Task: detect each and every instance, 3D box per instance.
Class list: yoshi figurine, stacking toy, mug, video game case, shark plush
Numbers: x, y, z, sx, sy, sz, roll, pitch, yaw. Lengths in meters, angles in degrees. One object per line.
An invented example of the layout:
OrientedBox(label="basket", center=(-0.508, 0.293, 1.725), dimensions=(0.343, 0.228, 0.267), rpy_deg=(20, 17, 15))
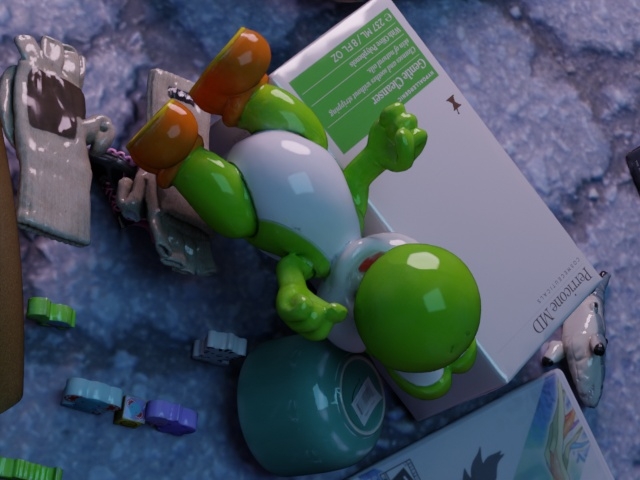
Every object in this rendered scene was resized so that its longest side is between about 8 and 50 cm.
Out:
OrientedBox(label="yoshi figurine", center=(0.015, -0.011, 1.459), dimensions=(0.362, 0.203, 0.203), rpy_deg=(45, 23, -7))
OrientedBox(label="stacking toy", center=(-0.170, 0.149, 1.507), dimensions=(0.221, 0.052, 0.167), rpy_deg=(16, 65, -25))
OrientedBox(label="mug", center=(-0.001, 0.135, 1.558), dimensions=(0.129, 0.097, 0.157), rpy_deg=(15, 68, -53))
OrientedBox(label="video game case", center=(0.202, 0.328, 1.673), dimensions=(0.300, 0.036, 0.329), rpy_deg=(-23, 84, -35))
OrientedBox(label="shark plush", center=(0.286, 0.101, 1.819), dimensions=(0.067, 0.073, 0.161), rpy_deg=(47, 32, -31))

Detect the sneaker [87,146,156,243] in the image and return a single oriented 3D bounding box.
OrientedBox(label="sneaker", center=(-0.180, -0.041, 1.580), dimensions=(0.119, 0.047, 0.057), rpy_deg=(36, 69, -14))

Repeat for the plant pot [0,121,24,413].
OrientedBox(label="plant pot", center=(-0.338, 0.029, 1.363), dimensions=(0.237, 0.237, 0.254), rpy_deg=(-23, 99, -35))

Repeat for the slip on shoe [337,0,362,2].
OrientedBox(label="slip on shoe", center=(0.118, -0.348, 1.841), dimensions=(0.331, 0.101, 0.123), rpy_deg=(-34, 86, -22))

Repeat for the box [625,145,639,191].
OrientedBox(label="box", center=(0.474, -0.021, 1.954), dimensions=(0.183, 0.059, 0.232), rpy_deg=(-14, 79, -35))

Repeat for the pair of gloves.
OrientedBox(label="pair of gloves", center=(-0.188, -0.075, 1.521), dimensions=(0.240, 0.042, 0.204), rpy_deg=(13, 58, -42))

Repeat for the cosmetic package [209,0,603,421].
OrientedBox(label="cosmetic package", center=(0.080, -0.030, 1.663), dimensions=(0.365, 0.155, 0.197), rpy_deg=(51, 51, -4))
